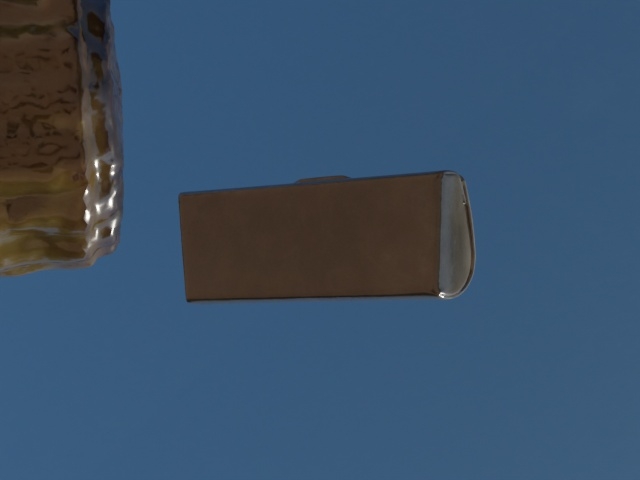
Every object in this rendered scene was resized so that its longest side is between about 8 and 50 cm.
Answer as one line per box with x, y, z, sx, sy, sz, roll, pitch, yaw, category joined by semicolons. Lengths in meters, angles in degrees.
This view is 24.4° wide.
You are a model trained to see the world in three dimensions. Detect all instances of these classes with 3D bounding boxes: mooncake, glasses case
-0.288;-0.121;1.471;0.187;0.324;0.324;-1;-89;-6;mooncake
-0.001;0.000;0.855;0.190;0.042;0.072;-3;-84;37;glasses case
